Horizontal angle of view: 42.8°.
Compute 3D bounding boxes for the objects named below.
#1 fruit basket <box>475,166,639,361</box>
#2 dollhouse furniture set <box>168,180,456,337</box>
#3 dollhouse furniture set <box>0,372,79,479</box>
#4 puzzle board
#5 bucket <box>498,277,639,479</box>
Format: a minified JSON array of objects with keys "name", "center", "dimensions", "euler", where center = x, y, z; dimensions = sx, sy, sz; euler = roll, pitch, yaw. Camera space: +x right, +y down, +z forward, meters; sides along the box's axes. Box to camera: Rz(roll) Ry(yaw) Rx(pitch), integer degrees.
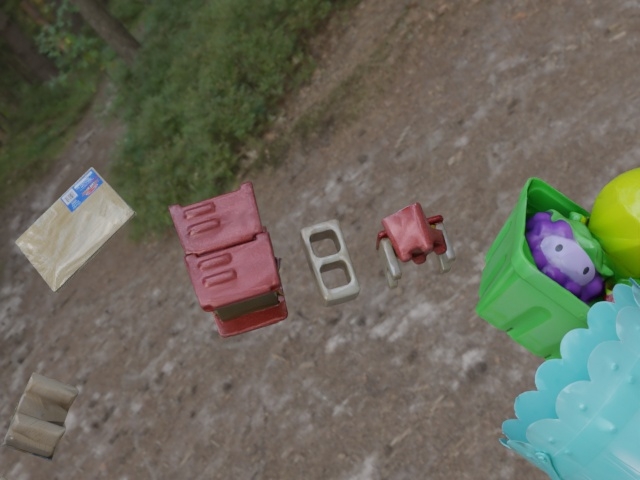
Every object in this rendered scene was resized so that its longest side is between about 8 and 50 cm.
[{"name":"fruit basket","center":[0.480,0.034,1.293],"dimensions":[0.392,0.392,0.283],"euler":[-21,27,31]},{"name":"dollhouse furniture set","center":[0.000,0.000,1.149],"dimensions":[0.374,0.201,0.152],"euler":[-16,73,-6]},{"name":"dollhouse furniture set","center":[-0.571,0.336,1.041],"dimensions":[0.256,0.394,0.362],"euler":[-51,22,42]},{"name":"puzzle board","center":[-0.285,-0.013,0.951],"dimensions":[0.128,0.011,0.096],"euler":[-45,61,-4]},{"name":"bucket","center":[0.381,0.209,1.037],"dimensions":[0.281,0.183,0.281],"euler":[-49,-10,-11]}]
